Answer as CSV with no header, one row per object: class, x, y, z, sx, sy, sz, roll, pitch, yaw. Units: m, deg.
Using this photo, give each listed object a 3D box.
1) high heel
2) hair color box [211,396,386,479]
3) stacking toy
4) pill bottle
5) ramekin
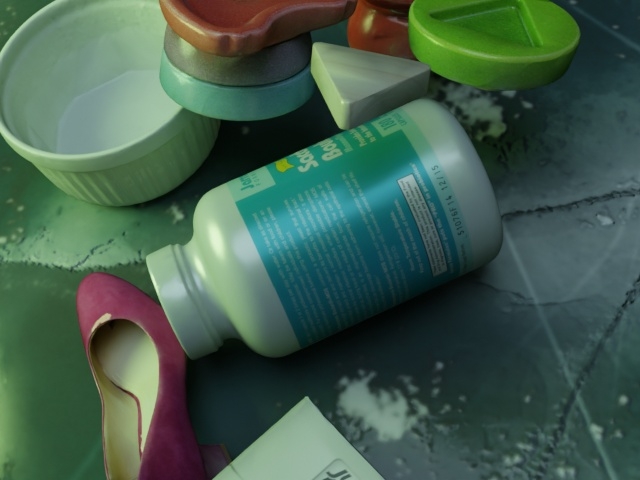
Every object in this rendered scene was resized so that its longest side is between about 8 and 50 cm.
high heel,-0.157,0.113,0.757,0.082,0.117,0.244,-39,62,18
hair color box,-0.076,0.290,0.650,0.347,0.105,0.174,-40,61,-13
stacking toy,0.037,-0.142,0.801,0.309,0.130,0.279,-20,45,-28
pill bottle,0.000,0.000,0.783,0.264,0.146,0.146,-24,59,-5
ramekin,-0.191,-0.129,0.917,0.207,0.109,0.207,-4,59,7
